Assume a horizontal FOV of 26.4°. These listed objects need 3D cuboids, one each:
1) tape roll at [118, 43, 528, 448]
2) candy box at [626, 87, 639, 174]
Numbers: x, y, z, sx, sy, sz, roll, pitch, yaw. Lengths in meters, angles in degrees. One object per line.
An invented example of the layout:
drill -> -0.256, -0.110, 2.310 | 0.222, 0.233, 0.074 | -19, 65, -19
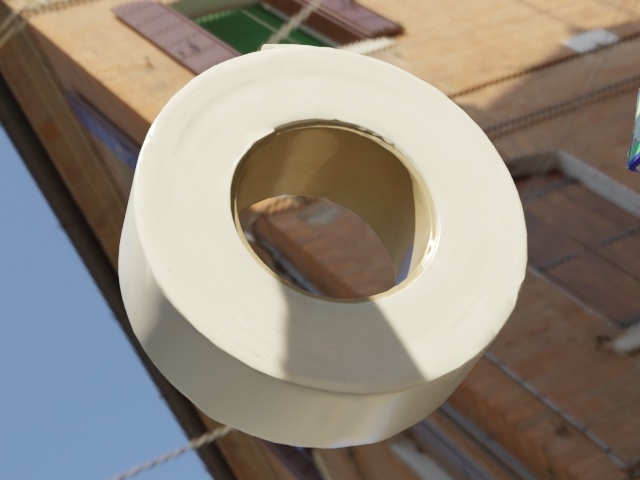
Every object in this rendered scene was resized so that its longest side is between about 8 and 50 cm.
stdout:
tape roll -> 0.000, 0.000, 0.980 | 0.286, 0.286, 0.100 | -21, -23, -25
candy box -> 0.475, -0.135, 1.218 | 0.268, 0.122, 0.317 | 23, -38, -10
